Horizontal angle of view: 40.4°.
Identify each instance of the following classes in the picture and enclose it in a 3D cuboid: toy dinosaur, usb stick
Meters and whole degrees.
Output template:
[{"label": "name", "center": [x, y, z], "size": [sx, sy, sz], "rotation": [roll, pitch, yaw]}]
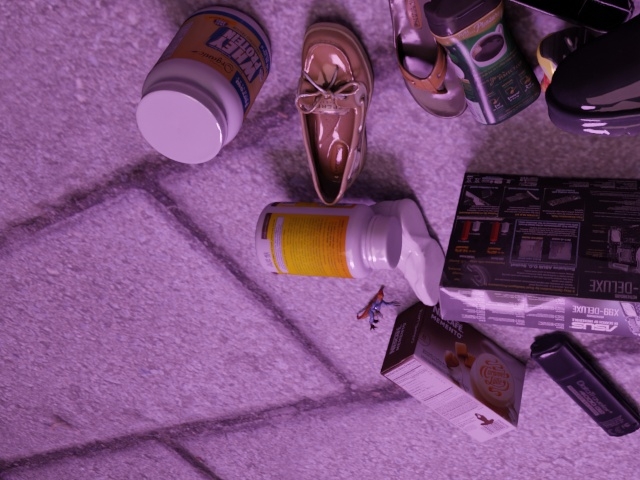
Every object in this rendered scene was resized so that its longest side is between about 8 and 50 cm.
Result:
[{"label": "toy dinosaur", "center": [0.097, 0.123, 1.586], "size": [0.090, 0.047, 0.082], "rotation": [10, 120, 26]}, {"label": "usb stick", "center": [0.483, 0.266, 1.579], "size": [0.077, 0.045, 0.278], "rotation": [-31, 118, 33]}]

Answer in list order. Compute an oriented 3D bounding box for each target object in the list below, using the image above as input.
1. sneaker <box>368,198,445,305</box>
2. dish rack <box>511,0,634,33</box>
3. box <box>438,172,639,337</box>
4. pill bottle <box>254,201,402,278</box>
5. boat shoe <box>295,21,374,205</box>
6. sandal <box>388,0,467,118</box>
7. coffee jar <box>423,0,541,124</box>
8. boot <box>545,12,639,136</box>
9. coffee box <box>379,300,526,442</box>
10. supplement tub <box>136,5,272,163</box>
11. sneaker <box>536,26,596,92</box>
[{"label": "sneaker", "center": [0.140, 0.017, 1.444], "size": [0.094, 0.080, 0.212], "rotation": [1, 129, 37]}, {"label": "dish rack", "center": [0.293, -0.382, 0.955], "size": [0.208, 0.074, 0.272], "rotation": [19, 138, 0]}, {"label": "box", "center": [0.338, 0.013, 1.225], "size": [0.307, 0.242, 0.077], "rotation": [3, 135, 17]}, {"label": "pill bottle", "center": [0.014, -0.001, 1.364], "size": [0.214, 0.117, 0.117], "rotation": [3, 135, 23]}, {"label": "boat shoe", "center": [0.021, -0.178, 1.261], "size": [0.104, 0.089, 0.285], "rotation": [6, 136, 16]}, {"label": "sandal", "center": [0.141, -0.248, 1.163], "size": [0.090, 0.060, 0.219], "rotation": [-1, 134, 22]}, {"label": "coffee jar", "center": [0.207, -0.245, 1.116], "size": [0.096, 0.079, 0.184], "rotation": [-32, 123, 4]}, {"label": "boot", "center": [0.361, -0.340, 0.788], "size": [0.366, 0.146, 0.445], "rotation": [-13, 125, 9]}, {"label": "coffee box", "center": [0.243, 0.233, 1.568], "size": [0.246, 0.141, 0.098], "rotation": [36, 136, -15]}, {"label": "supplement tub", "center": [-0.160, -0.216, 1.210], "size": [0.144, 0.200, 0.144], "rotation": [11, 137, 10]}, {"label": "sneaker", "center": [0.311, -0.201, 1.086], "size": [0.094, 0.082, 0.208], "rotation": [1, 170, 40]}]
